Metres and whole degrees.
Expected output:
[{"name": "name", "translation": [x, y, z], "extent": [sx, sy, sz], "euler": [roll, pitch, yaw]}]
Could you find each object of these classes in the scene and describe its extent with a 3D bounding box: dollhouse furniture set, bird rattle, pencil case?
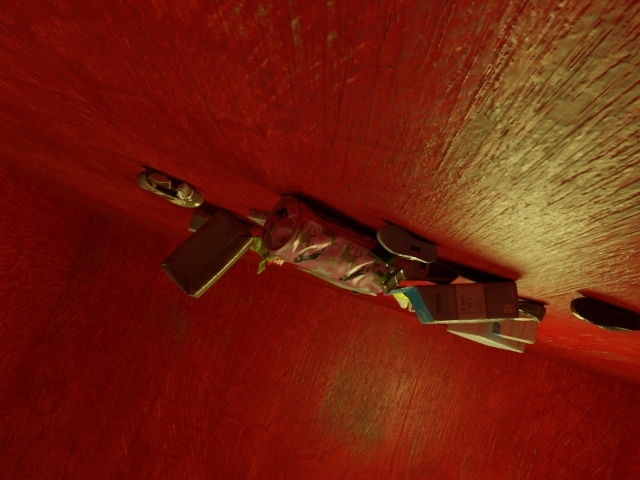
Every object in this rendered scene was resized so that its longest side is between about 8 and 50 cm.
[{"name": "dollhouse furniture set", "translation": [0.170, 0.073, 1.417], "extent": [0.058, 0.076, 0.151], "euler": [41, 167, 33]}, {"name": "bird rattle", "translation": [-0.149, 0.056, 2.104], "extent": [0.207, 0.143, 0.253], "euler": [-9, 171, 24]}, {"name": "pencil case", "translation": [0.032, 0.018, 1.429], "extent": [0.386, 0.167, 0.160], "euler": [23, -172, -34]}]

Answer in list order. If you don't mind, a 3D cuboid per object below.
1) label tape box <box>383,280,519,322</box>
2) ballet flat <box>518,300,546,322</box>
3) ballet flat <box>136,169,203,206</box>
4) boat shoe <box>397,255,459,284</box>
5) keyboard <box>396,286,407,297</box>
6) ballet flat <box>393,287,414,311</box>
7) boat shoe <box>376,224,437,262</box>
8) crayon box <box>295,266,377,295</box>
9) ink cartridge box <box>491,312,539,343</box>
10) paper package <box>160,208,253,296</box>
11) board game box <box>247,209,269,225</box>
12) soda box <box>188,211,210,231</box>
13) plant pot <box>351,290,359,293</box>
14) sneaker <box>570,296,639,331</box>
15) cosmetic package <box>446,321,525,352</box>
[{"name": "label tape box", "translation": [0.370, 0.189, 1.597], "extent": [0.348, 0.115, 0.249], "euler": [-4, 170, 2]}, {"name": "ballet flat", "translation": [0.610, 0.216, 1.747], "extent": [0.213, 0.068, 0.072], "euler": [12, 169, 38]}, {"name": "ballet flat", "translation": [-0.445, -0.156, 1.628], "extent": [0.206, 0.073, 0.067], "euler": [18, 158, -24]}, {"name": "boat shoe", "translation": [0.290, 0.076, 1.564], "extent": [0.226, 0.083, 0.076], "euler": [8, 163, -14]}, {"name": "keyboard", "translation": [0.408, 0.225, 2.371], "extent": [0.100, 0.038, 0.192], "euler": [43, 168, -7]}, {"name": "ballet flat", "translation": [0.413, 0.285, 2.534], "extent": [0.231, 0.077, 0.077], "euler": [23, 171, -28]}, {"name": "boat shoe", "translation": [0.197, 0.011, 1.348], "extent": [0.183, 0.065, 0.083], "euler": [24, 172, -28]}, {"name": "crayon box", "translation": [0.080, 0.138, 2.297], "extent": [0.203, 0.083, 0.323], "euler": [9, 168, 45]}, {"name": "ink cartridge box", "translation": [0.726, 0.311, 1.975], "extent": [0.061, 0.104, 0.181], "euler": [24, 170, -32]}, {"name": "paper package", "translation": [-0.412, 0.054, 2.008], "extent": [0.168, 0.309, 0.325], "euler": [46, 167, -2]}, {"name": "board game box", "translation": [-0.144, -0.059, 1.728], "extent": [0.154, 0.026, 0.103], "euler": [12, 169, 34]}, {"name": "soda box", "translation": [-0.431, -0.043, 2.247], "extent": [0.216, 0.074, 0.069], "euler": [20, 171, -11]}, {"name": "plant pot", "translation": [0.194, 0.214, 2.583], "extent": [0.083, 0.083, 0.079], "euler": [11, -178, 38]}, {"name": "sneaker", "translation": [0.727, 0.199, 1.417], "extent": [0.192, 0.064, 0.086], "euler": [16, 166, -4]}, {"name": "cosmetic package", "translation": [0.671, 0.342, 2.180], "extent": [0.225, 0.138, 0.224], "euler": [22, 170, -15]}]
